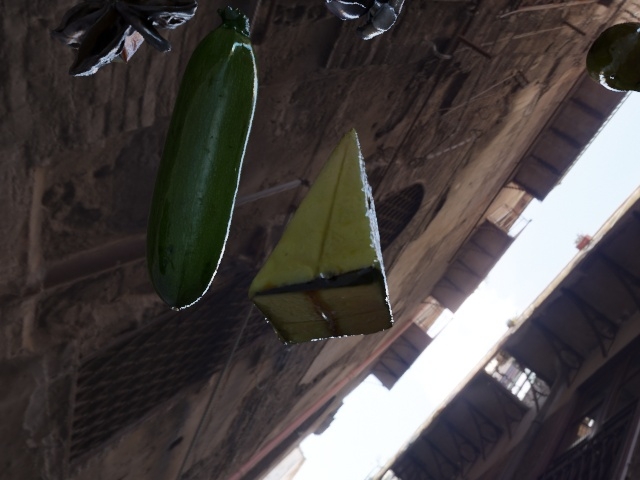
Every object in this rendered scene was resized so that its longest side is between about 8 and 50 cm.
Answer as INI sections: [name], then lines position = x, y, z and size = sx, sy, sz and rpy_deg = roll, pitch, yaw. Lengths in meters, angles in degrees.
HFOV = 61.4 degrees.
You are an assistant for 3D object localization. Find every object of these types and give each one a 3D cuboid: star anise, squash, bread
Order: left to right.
[star anise]
position = -0.264, -0.321, 0.729
size = 0.212, 0.073, 0.197
rpy_deg = -13, -109, 9
[squash]
position = -0.149, -0.108, 0.692
size = 0.107, 0.107, 0.395
rpy_deg = 4, -100, 39
[bread]
position = 0.001, -0.003, 0.755
size = 0.163, 0.264, 0.167
rpy_deg = -11, -37, 9

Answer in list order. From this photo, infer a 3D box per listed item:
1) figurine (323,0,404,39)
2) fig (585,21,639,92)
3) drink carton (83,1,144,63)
[figurine]
position = 0.075, -0.542, 1.190
size = 0.222, 0.145, 0.145
rpy_deg = 26, -44, -31
[fig]
position = 0.372, -0.213, 0.654
size = 0.098, 0.082, 0.084
rpy_deg = 64, -26, 1
[drink carton]
position = -0.546, -0.672, 1.542
size = 0.111, 0.351, 0.154
rpy_deg = 10, -38, 9
